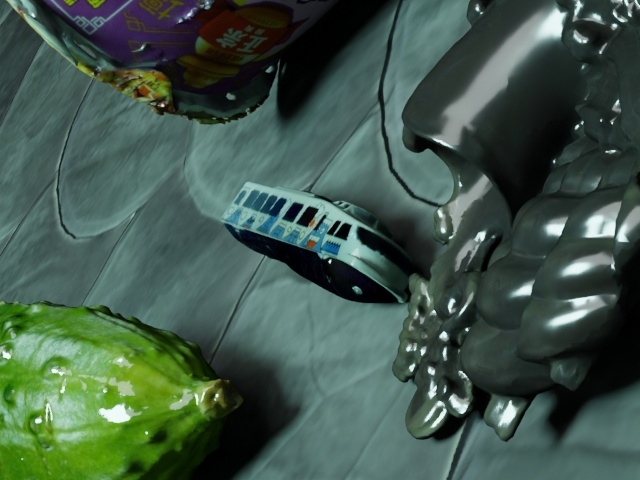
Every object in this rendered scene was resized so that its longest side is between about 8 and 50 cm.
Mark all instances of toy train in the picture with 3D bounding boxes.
[{"bbox_3d":[0.000,0.000,0.958,0.047,0.043,0.207,-56,21,-5],"label":"toy train"}]

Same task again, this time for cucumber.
[{"bbox_3d":[-0.119,0.095,0.998,0.244,0.134,0.134,-10,52,55],"label":"cucumber"}]

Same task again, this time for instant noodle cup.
[{"bbox_3d":[-0.046,-0.277,1.107,0.266,0.340,0.339,-31,33,30],"label":"instant noodle cup"}]

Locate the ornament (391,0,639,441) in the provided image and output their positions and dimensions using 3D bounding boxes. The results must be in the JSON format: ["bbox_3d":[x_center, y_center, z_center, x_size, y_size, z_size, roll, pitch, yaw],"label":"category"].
[{"bbox_3d":[0.096,-0.022,0.727,0.260,0.106,0.251,-61,19,7],"label":"ornament"}]
